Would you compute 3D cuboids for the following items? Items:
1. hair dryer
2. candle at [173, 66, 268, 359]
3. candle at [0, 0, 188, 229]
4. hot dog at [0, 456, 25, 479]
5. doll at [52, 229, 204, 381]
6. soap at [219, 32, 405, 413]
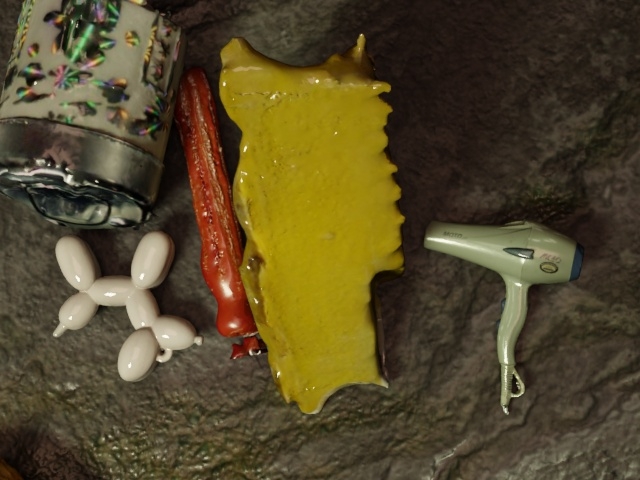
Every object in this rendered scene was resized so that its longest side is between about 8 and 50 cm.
[{"bbox_3d":[0.171,0.062,1.198,0.167,0.067,0.199,26,97,16],"label":"hair dryer"},{"bbox_3d":[-0.115,-0.032,1.219,0.051,0.048,0.329,-10,79,-13],"label":"candle"},{"bbox_3d":[-0.231,-0.183,1.180,0.188,0.187,0.330,10,79,4],"label":"candle"},{"bbox_3d":[-0.336,0.342,1.128,0.196,0.122,0.272,-32,82,4],"label":"hot dog"},{"bbox_3d":[-0.204,0.070,1.198,0.161,0.059,0.160,-2,81,2],"label":"doll"},{"bbox_3d":[0.000,0.000,1.060,0.169,0.338,0.304,-9,79,3],"label":"soap"}]
